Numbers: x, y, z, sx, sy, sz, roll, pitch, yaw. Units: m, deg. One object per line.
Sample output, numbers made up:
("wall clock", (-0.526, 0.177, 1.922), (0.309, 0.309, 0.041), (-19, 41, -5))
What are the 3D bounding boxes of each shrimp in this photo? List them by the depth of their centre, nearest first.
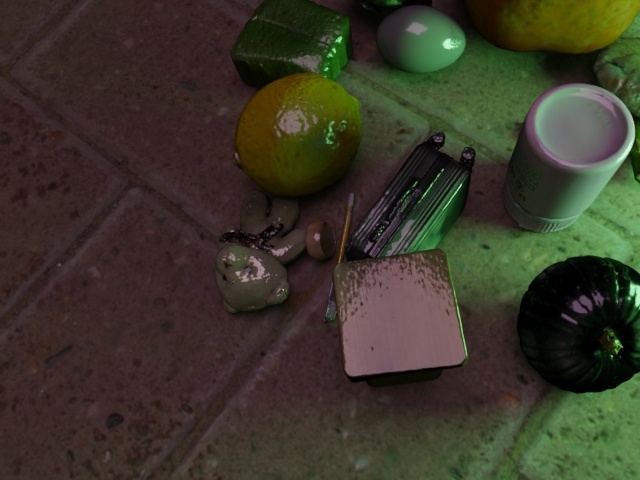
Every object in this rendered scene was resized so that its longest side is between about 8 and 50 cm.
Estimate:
("shrimp", (0.775, -0.286, 1.256), (0.446, 0.110, 0.221), (41, 64, 20))

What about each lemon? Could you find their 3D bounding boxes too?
("lemon", (-0.046, -0.218, 1.262), (0.267, 0.267, 0.267), (-3, 70, 7))

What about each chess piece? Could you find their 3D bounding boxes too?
("chess piece", (0.000, 0.000, 1.258), (0.038, 0.084, 0.083), (-6, 68, 27))

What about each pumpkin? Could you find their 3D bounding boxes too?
("pumpkin", (0.476, 0.152, 1.074), (0.250, 0.216, 0.249), (1, 103, 4))

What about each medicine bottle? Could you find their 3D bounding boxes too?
("medicine bottle", (0.447, -0.142, 1.137), (0.178, 0.290, 0.178), (-2, 70, 7))

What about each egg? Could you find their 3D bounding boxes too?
("egg", (0.223, -0.448, 1.359), (0.199, 0.146, 0.146), (10, 71, 1))

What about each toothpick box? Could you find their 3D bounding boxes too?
("toothpick box", (0.136, 0.161, 1.060), (0.188, 0.308, 0.190), (-10, 68, 4))

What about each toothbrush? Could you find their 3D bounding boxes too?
("toothbrush", (0.045, 0.031, 1.275), (0.024, 0.021, 0.288), (12, 72, 0))

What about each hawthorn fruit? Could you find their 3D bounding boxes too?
("hawthorn fruit", (0.483, -0.628, 1.240), (0.472, 0.472, 0.471), (-3, 70, 7))

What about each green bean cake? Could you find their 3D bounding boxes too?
("green bean cake", (-0.059, -0.445, 1.412), (0.248, 0.125, 0.222), (27, 77, 18))

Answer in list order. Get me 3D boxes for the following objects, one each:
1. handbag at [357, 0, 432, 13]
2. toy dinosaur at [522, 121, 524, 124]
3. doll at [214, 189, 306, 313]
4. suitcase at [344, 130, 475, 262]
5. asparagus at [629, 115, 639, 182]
("handbag", (0.132, -0.590, 1.385), (0.213, 0.235, 0.127), (33, 115, 20))
("toy dinosaur", (0.473, -0.219, 1.303), (0.041, 0.026, 0.113), (-33, 59, -22))
("doll", (-0.133, 0.005, 1.256), (0.175, 0.149, 0.278), (-17, 50, 36))
("suitcase", (0.179, -0.040, 1.185), (0.128, 0.202, 0.312), (34, 77, 18))
("asparagus", (0.661, -0.196, 1.266), (0.045, 0.041, 0.178), (22, 55, -20))
